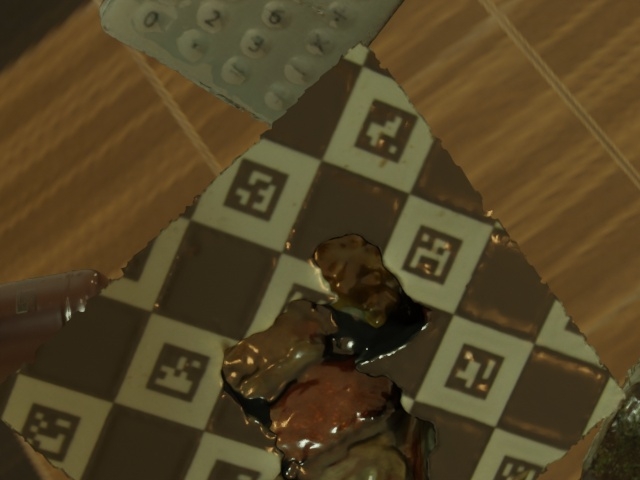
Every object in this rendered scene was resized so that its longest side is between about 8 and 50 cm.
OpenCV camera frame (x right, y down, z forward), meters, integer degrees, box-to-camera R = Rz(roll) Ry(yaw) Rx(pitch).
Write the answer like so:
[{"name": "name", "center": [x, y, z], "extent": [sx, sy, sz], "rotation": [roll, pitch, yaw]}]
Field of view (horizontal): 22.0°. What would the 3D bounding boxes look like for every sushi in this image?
[{"name": "sushi", "center": [0.306, 0.176, 1.433], "extent": [0.127, 0.225, 0.124], "rotation": [29, 101, 12]}, {"name": "sushi", "center": [-0.005, 0.078, 0.989], "extent": [0.294, 0.292, 0.059], "rotation": [-41, 23, 1]}]

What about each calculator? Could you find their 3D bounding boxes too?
[{"name": "calculator", "center": [-0.011, -0.188, 1.000], "extent": [0.262, 0.161, 0.021], "rotation": [-51, 15, 34]}]

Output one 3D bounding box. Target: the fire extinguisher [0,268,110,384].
[{"name": "fire extinguisher", "center": [-0.288, 0.091, 1.510], "extent": [0.337, 0.135, 0.114], "rotation": [-10, 63, 3]}]
